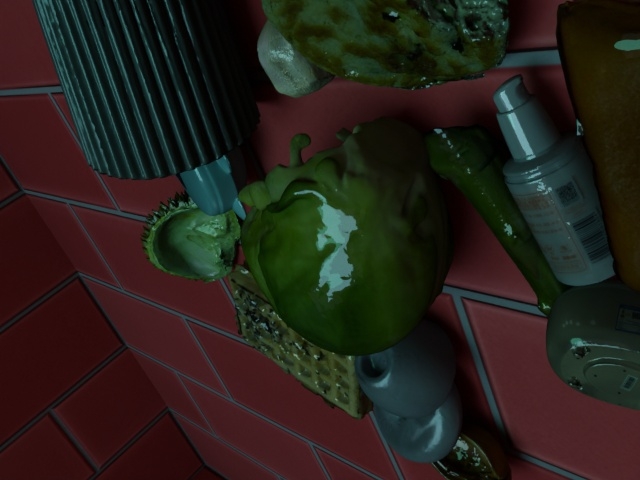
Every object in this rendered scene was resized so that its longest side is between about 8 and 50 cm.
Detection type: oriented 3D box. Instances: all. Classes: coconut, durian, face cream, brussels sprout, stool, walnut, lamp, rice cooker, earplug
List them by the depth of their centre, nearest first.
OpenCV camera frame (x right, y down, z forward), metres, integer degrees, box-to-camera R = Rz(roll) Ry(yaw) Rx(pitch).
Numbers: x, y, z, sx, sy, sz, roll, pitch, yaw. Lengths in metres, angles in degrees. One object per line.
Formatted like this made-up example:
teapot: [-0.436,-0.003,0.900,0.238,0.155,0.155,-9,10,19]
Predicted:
face cream: [0.267,-0.073,0.785,0.101,0.101,0.251,-10,117,56]
rice cooker: [0.379,0.129,0.826,0.207,0.127,0.145,15,136,26]
coconut: [-0.033,-0.269,0.947,0.110,0.110,0.124,7,138,49]
brussels sprout: [0.050,0.003,1.005,0.314,0.276,0.371,55,145,15]
stool: [-0.272,-0.306,1.049,0.297,0.297,0.329,22,137,38]
earplug: [0.157,0.276,1.256,0.214,0.175,0.325,41,152,43]
lamp: [-0.241,-0.160,1.301,0.284,0.147,0.209,24,144,29]
walnut: [0.293,0.410,1.328,0.211,0.087,0.167,20,132,47]
durian: [-0.290,-0.008,1.547,0.198,0.163,0.394,42,144,6]

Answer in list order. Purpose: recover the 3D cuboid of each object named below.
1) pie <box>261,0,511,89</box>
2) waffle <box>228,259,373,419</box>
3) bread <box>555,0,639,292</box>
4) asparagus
pie: [0.063,-0.256,0.772,0.303,0.066,0.302,19,169,4]
waffle: [-0.033,0.202,1.486,0.376,0.114,0.260,29,146,30]
bread: [0.391,-0.089,0.562,0.333,0.143,0.323,5,130,50]
asparagus: [0.251,-0.024,0.882,0.082,0.085,0.343,-29,109,35]
